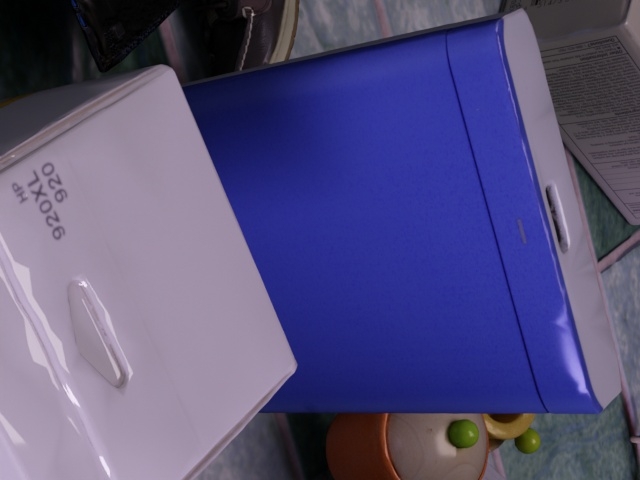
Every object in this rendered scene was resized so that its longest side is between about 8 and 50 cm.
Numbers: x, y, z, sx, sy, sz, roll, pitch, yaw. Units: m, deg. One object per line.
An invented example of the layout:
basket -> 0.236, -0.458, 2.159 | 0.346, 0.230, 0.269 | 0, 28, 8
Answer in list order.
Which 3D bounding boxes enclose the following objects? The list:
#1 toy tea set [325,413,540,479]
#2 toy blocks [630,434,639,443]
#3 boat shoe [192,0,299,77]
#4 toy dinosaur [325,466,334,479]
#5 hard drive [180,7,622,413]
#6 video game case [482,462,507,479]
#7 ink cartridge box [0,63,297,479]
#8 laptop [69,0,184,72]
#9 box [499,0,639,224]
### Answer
toy tea set -> 0.055, 0.037, 0.939 | 0.200, 0.124, 0.336 | -34, 97, -36
toy blocks -> 0.368, 0.187, 1.392 | 0.123, 0.054, 0.148 | 7, 80, -50
boat shoe -> -0.055, -0.168, 0.919 | 0.073, 0.080, 0.223 | 25, 61, -20
toy dinosaur -> 0.039, 0.207, 0.994 | 0.118, 0.064, 0.268 | 46, 53, -23
hard drive -> 0.000, 0.000, 0.767 | 0.040, 0.319, 0.210 | -31, 109, -48
video game case -> 0.132, 0.309, 1.074 | 0.206, 0.026, 0.227 | 46, 50, -58
ink cartridge box -> -0.167, 0.038, 0.630 | 0.168, 0.233, 0.171 | -43, 118, -44
laptop -> -0.157, -0.276, 0.806 | 0.234, 0.137, 0.264 | -53, 137, -39
box -> 0.313, -0.148, 1.300 | 0.311, 0.148, 0.121 | 43, 54, -40
